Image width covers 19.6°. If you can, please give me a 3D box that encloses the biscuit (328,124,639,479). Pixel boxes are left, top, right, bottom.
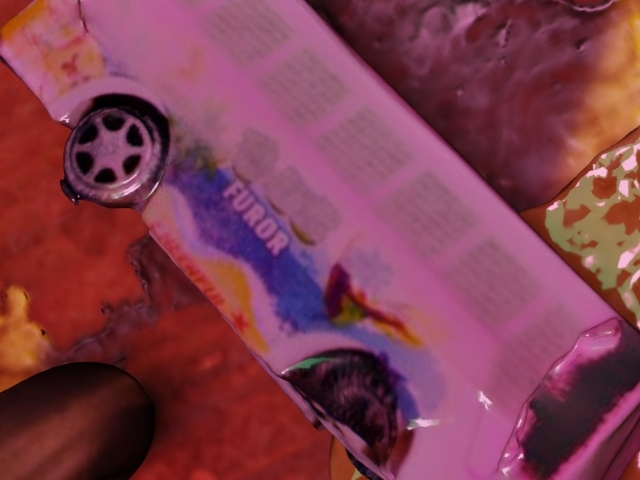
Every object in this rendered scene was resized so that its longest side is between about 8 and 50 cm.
[{"bbox_3d":[0.135,0.100,0.678,0.376,0.051,0.269,-44,77,8],"label":"biscuit"}]

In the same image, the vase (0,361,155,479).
[{"bbox_3d":[-0.183,0.155,0.629,0.241,0.302,0.329,45,68,6],"label":"vase"}]

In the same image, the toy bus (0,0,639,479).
[{"bbox_3d":[0.000,0.000,0.661,0.112,0.090,0.274,-42,68,-3],"label":"toy bus"}]
